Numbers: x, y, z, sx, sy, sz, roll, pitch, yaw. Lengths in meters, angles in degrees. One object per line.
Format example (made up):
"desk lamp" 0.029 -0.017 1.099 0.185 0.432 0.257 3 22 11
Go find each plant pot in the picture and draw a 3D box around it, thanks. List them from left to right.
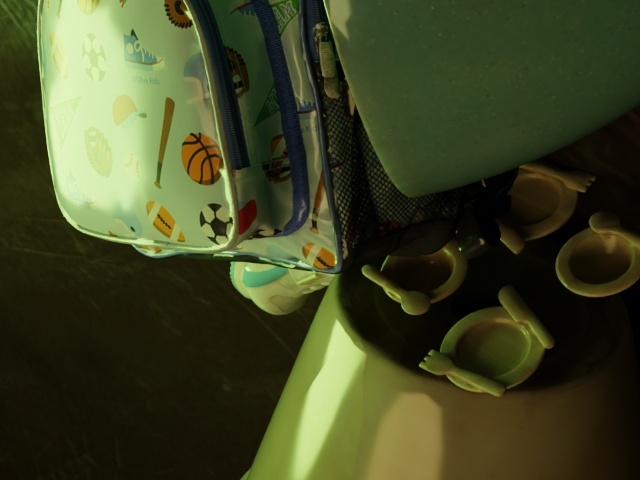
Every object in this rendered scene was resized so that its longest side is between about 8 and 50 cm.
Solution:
"plant pot" 0.092 0.151 1.251 0.323 0.323 0.280 27 129 29
"plant pot" 0.109 -0.179 0.840 0.195 0.290 0.290 -10 128 13

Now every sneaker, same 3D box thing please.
"sneaker" 0.000 0.000 1.351 0.092 0.087 0.229 37 152 10

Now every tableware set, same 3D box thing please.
"tableware set" 0.114 0.016 1.136 0.141 0.168 0.020 40 161 42

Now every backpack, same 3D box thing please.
"backpack" -0.047 -0.116 1.119 0.276 0.213 0.263 5 100 45
